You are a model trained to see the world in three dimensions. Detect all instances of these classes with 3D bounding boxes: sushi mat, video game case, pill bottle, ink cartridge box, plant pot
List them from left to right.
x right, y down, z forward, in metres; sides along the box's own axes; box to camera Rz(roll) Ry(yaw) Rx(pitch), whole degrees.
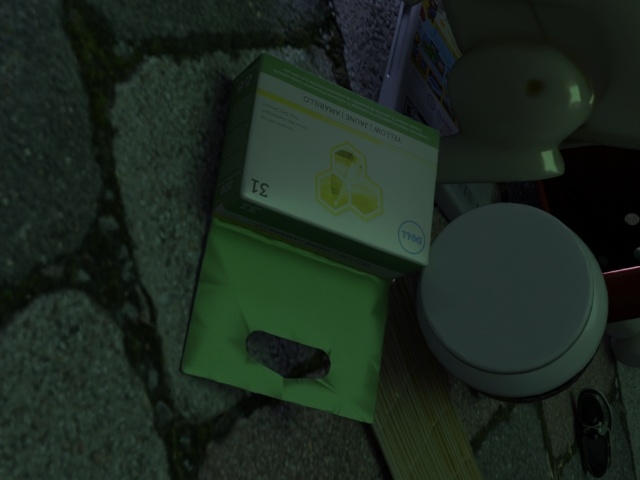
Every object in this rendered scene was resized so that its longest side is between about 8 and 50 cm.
[{"bbox_3d":[0.000,0.000,0.743,0.171,0.056,0.235,20,63,-28],"label":"ink cartridge box"},{"bbox_3d":[0.100,0.187,0.956,0.151,0.019,0.317,-50,126,-48],"label":"sushi mat"},{"bbox_3d":[0.135,-0.141,1.070,0.227,0.026,0.206,46,48,-43],"label":"video game case"},{"bbox_3d":[0.170,0.060,0.889,0.278,0.162,0.162,38,50,-73],"label":"pill bottle"},{"bbox_3d":[0.406,-0.034,1.242,0.236,0.267,0.267,65,16,-58],"label":"plant pot"}]

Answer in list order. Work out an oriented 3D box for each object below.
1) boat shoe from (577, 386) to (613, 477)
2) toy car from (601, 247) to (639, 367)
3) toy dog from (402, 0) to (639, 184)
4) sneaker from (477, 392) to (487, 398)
[{"bbox_3d":[0.367,0.259,1.344,0.038,0.046,0.125,-41,127,-58],"label":"boat shoe"},{"bbox_3d":[0.493,0.091,1.488,0.182,0.136,0.159,54,43,-38],"label":"toy car"},{"bbox_3d":[0.206,-0.268,0.850,0.284,0.395,0.408,-19,105,-44],"label":"toy dog"},{"bbox_3d":[0.244,0.094,1.133,0.090,0.094,0.235,63,36,-26],"label":"sneaker"}]
